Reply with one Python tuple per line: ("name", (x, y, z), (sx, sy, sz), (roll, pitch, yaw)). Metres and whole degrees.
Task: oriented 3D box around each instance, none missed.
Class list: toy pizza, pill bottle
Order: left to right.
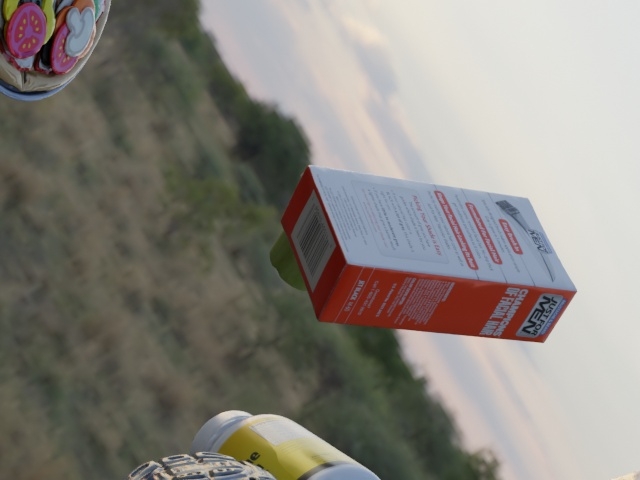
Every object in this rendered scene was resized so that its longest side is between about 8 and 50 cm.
("toy pizza", (-0.201, -0.203, 1.235), (0.032, 0.201, 0.201), (12, -24, 23))
("pill bottle", (-0.031, 0.198, 1.300), (0.184, 0.103, 0.103), (23, -32, 56))

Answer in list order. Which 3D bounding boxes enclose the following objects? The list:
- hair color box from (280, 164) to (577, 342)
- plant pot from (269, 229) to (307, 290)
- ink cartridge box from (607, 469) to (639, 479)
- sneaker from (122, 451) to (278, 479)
("hair color box", (0.068, 0.010, 1.039), (0.053, 0.167, 0.093), (-64, -148, 35))
("plant pot", (0.000, 0.000, 1.374), (0.083, 0.079, 0.083), (29, 34, -22))
("ink cartridge box", (0.198, 0.282, 1.385), (0.186, 0.311, 0.065), (-78, 145, -73))
("sneaker", (-0.163, 0.227, 1.111), (0.111, 0.297, 0.129), (-157, -114, -65))
